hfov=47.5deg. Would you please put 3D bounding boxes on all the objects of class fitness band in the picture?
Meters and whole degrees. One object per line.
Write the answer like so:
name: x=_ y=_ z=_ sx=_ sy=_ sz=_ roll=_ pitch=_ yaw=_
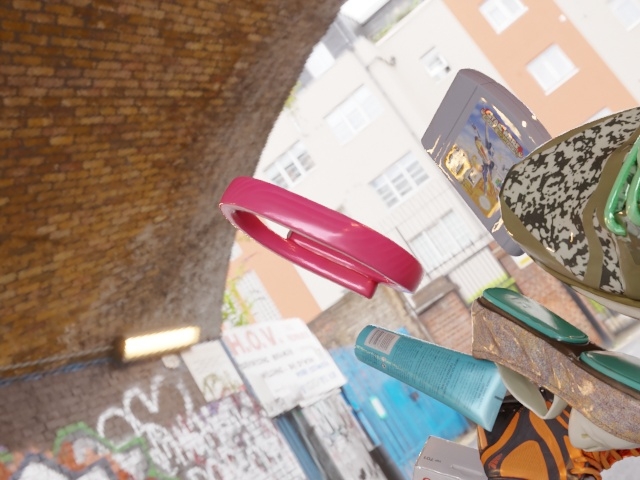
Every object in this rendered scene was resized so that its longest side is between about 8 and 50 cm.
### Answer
fitness band: x=0.000 y=0.000 z=0.974 sx=0.054 sy=0.291 sz=0.209 roll=-62 pitch=-19 yaw=-14

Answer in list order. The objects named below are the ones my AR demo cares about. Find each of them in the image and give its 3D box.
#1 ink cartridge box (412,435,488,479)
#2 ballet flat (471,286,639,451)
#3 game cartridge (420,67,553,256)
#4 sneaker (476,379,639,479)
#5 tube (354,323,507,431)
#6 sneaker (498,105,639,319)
ink cartridge box: x=0.198 y=0.388 z=1.017 sx=0.082 sy=0.140 sz=0.190 roll=-37 pitch=-45 yaw=-59
ballet flat: x=0.266 y=0.148 z=0.743 sx=0.108 sy=0.316 sz=0.106 roll=5 pitch=-75 yaw=-26
game cartridge: x=0.295 y=-0.143 z=1.235 sx=0.062 sy=0.297 sz=0.198 roll=-17 pitch=-31 yaw=-27
sneaker: x=0.354 y=0.259 z=0.885 sx=0.321 sy=0.124 sz=0.180 roll=-14 pitch=35 yaw=22
tube: x=0.136 y=0.159 z=0.906 sx=0.052 sy=0.207 sz=0.080 roll=22 pitch=-93 yaw=-49
sneaker: x=0.215 y=-0.038 z=0.361 sx=0.410 sy=0.182 sz=0.158 roll=12 pitch=77 yaw=63
